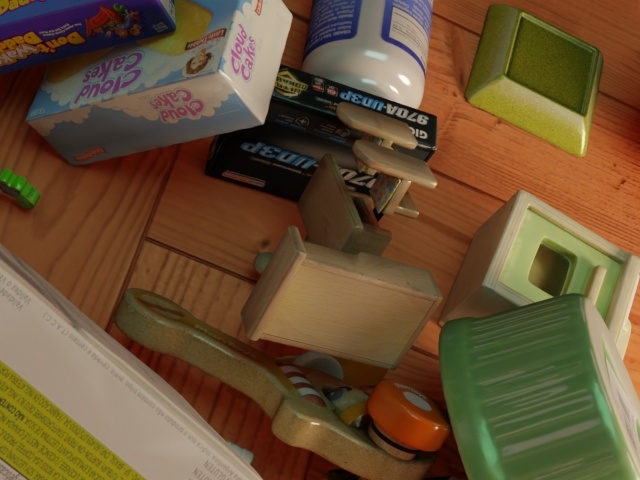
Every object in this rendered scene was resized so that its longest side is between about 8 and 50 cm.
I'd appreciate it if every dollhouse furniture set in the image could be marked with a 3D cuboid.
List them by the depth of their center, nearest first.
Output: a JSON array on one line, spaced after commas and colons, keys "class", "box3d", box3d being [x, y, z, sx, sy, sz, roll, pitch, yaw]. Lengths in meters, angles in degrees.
[{"class": "dollhouse furniture set", "box3d": [0.000, 0.000, 1.216, 0.161, 0.212, 0.242, 16, 30, -25]}]

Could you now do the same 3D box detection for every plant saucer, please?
[{"class": "plant saucer", "box3d": [0.305, -0.231, 1.642, 0.188, 0.045, 0.188, 25, 57, -9]}]

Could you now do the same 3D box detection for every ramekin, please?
[{"class": "ramekin", "box3d": [0.247, 0.201, 1.221, 0.303, 0.148, 0.303, 57, 19, -33]}]

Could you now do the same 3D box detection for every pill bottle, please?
[{"class": "pill bottle", "box3d": [0.055, -0.229, 1.470, 0.152, 0.152, 0.272, 17, 59, -14]}]

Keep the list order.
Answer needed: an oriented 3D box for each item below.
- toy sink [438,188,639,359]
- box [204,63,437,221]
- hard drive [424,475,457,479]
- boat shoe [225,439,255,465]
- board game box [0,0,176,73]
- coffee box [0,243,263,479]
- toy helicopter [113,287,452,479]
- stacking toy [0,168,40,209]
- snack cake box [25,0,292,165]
[{"class": "toy sink", "box3d": [0.285, 0.075, 1.417, 0.234, 0.131, 0.153, 32, 56, -5]}, {"class": "box", "box3d": [-0.001, -0.108, 1.364, 0.220, 0.175, 0.051, 16, 56, -15]}, {"class": "hard drive", "box3d": [0.091, 0.423, 1.141, 0.339, 0.064, 0.237, -44, 104, -36]}, {"class": "boat shoe", "box3d": [-0.179, 0.267, 1.133, 0.096, 0.098, 0.277, 48, 57, 5]}, {"class": "board game box", "box3d": [-0.332, -0.296, 1.269, 0.347, 0.078, 0.233, -11, 64, 11]}, {"class": "coffee box", "box3d": [-0.295, 0.174, 0.875, 0.338, 0.337, 0.334, 44, 81, -22]}, {"class": "toy helicopter", "box3d": [-0.042, 0.138, 1.220, 0.355, 0.140, 0.235, 28, 13, -4]}, {"class": "stacking toy", "box3d": [-0.416, -0.029, 1.223, 0.221, 0.052, 0.167, 27, 58, -10]}, {"class": "snack cake box", "box3d": [-0.172, -0.183, 1.282, 0.089, 0.264, 0.152, 48, 44, -41]}]
